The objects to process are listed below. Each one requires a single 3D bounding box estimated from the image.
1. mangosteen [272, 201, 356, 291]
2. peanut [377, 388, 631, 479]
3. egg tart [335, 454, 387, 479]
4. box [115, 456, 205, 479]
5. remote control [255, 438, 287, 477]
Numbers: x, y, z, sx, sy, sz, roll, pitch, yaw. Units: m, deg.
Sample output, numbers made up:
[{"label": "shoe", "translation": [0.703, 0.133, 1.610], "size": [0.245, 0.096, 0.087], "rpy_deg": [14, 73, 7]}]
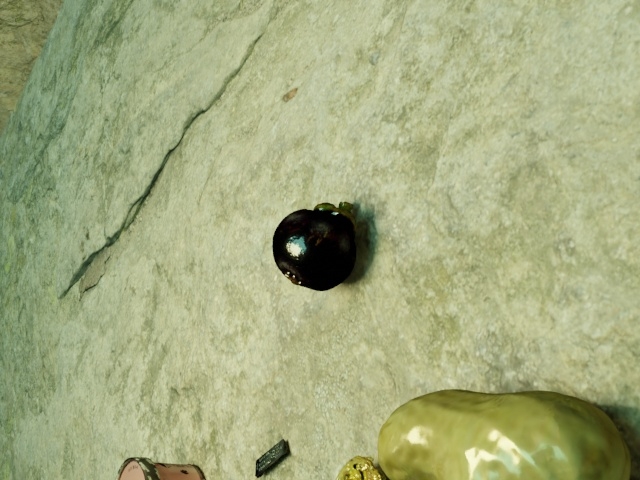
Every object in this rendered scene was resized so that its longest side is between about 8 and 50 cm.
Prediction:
[{"label": "mangosteen", "translation": [0.000, 0.000, 1.226], "size": [0.151, 0.137, 0.137], "rpy_deg": [-52, 27, -21]}, {"label": "peanut", "translation": [0.175, 0.232, 0.876], "size": [0.319, 0.147, 0.148], "rpy_deg": [-11, 72, 52]}, {"label": "egg tart", "translation": [0.060, 0.351, 1.087], "size": [0.129, 0.049, 0.129], "rpy_deg": [-38, 43, 47]}, {"label": "box", "translation": [-0.291, 0.474, 1.511], "size": [0.151, 0.135, 0.151], "rpy_deg": [-13, 73, 51]}, {"label": "remote control", "translation": [-0.079, 0.353, 1.331], "size": [0.091, 0.016, 0.034], "rpy_deg": [-47, 30, 39]}]
